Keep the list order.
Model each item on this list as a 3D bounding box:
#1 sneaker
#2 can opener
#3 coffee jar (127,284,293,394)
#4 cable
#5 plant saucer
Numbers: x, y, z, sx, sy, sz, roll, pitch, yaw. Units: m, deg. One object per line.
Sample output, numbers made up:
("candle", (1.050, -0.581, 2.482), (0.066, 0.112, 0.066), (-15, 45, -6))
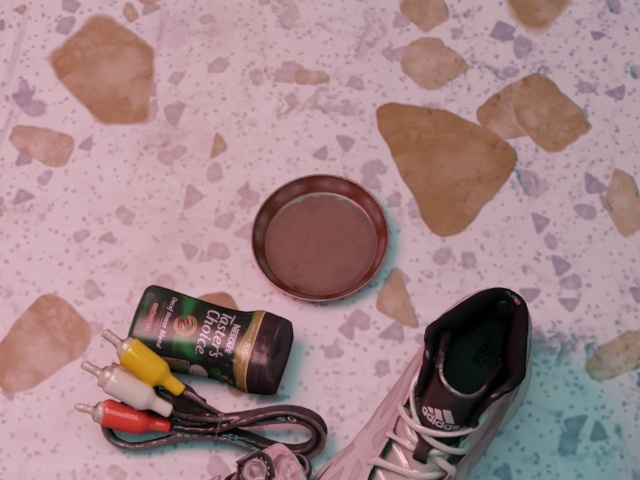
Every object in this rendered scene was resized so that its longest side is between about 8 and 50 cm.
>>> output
("sneaker", (0.082, 0.227, 1.533), (0.169, 0.257, 0.447), (29, 72, 15))
("can opener", (-0.136, 0.320, 1.616), (0.283, 0.095, 0.076), (-29, 69, 5))
("coffee jar", (-0.127, 0.118, 1.690), (0.184, 0.079, 0.096), (12, 63, 9))
("cable", (-0.141, 0.210, 1.645), (0.287, 0.072, 0.139), (23, 104, 3))
("plant saucer", (0.000, 0.000, 1.760), (0.168, 0.029, 0.168), (-1, 66, 3))
